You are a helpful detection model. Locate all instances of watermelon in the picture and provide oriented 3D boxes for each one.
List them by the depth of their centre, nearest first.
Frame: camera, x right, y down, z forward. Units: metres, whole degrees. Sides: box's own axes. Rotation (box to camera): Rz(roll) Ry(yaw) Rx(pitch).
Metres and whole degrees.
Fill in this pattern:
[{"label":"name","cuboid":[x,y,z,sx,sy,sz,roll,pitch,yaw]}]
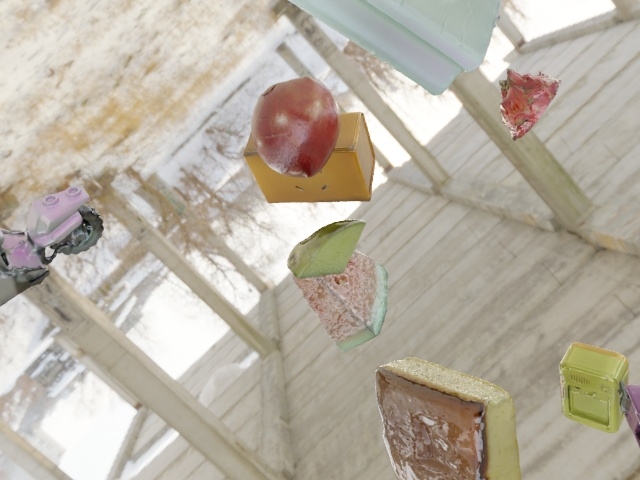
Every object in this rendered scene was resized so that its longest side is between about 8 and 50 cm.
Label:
[{"label":"watermelon","cuboid":[0.028,0.092,1.339,0.140,0.257,0.193,-31,-151,33]}]

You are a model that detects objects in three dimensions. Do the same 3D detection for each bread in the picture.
[{"label":"bread","cuboid":[0.286,0.450,1.354,0.143,0.323,0.333,-18,-167,-33]}]

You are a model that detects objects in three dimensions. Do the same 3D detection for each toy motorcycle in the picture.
[{"label":"toy motorcycle","cuboid":[-0.520,-0.002,0.960,0.327,0.143,0.188,-26,142,-24]}]

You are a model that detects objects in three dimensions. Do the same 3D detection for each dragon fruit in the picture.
[{"label":"dragon fruit","cuboid":[0.419,-0.300,1.268,0.153,0.111,0.153,-56,175,-7]}]

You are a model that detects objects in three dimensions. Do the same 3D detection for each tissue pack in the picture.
[{"label":"tissue pack","cuboid":[-0.020,-0.203,1.457,0.274,0.194,0.145,0,-121,16]}]

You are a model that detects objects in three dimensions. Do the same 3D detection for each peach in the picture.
[{"label":"peach","cuboid":[-0.049,-0.218,1.198,0.197,0.197,0.197,-42,-168,11]}]

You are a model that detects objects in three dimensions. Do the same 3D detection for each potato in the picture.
[{"label":"potato","cuboid":[0.000,0.000,1.125,0.149,0.081,0.120,-4,123,-52]}]

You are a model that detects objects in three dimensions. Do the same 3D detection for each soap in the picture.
[{"label":"soap","cuboid":[0.070,-0.321,0.697,0.095,0.289,0.173,-29,-143,60]}]

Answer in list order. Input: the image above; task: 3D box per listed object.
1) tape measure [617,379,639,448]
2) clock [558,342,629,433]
[{"label":"tape measure","cuboid":[0.751,0.378,1.187,0.232,0.149,0.245,-10,-131,9]},{"label":"clock","cuboid":[0.661,0.355,1.443,0.143,0.202,0.096,15,-136,41]}]
